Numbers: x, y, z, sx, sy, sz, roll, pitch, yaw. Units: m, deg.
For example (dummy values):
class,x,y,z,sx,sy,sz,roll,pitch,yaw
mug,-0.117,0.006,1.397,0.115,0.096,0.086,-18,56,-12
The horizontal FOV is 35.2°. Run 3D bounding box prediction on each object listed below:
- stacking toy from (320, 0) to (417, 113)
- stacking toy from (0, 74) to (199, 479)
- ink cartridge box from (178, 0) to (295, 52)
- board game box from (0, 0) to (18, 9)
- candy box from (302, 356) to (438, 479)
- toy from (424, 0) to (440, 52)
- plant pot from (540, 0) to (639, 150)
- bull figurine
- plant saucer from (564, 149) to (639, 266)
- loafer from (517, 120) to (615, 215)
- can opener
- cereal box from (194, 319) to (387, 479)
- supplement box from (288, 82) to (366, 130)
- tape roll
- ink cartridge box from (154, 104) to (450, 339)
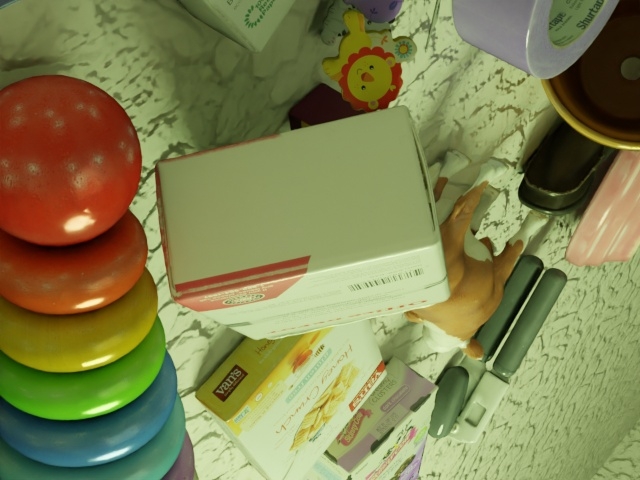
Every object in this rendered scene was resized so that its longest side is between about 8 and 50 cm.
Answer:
class,x,y,z,sx,sy,sz,roll,pitch,yaw
stacking toy,0.060,-0.198,0.628,0.167,0.052,0.221,-93,-154,-71
stacking toy,-0.140,0.056,0.597,0.141,0.141,0.330,-32,140,-40
ink cartridge box,-0.068,-0.233,0.460,0.165,0.065,0.333,-55,155,-3
board game box,-0.078,-0.182,0.388,0.201,0.035,0.136,-38,148,-34
candy box,0.053,0.260,1.201,0.165,0.070,0.196,-37,148,-34
toy,0.127,-0.259,0.707,0.137,0.056,0.237,-70,171,-57
plant pot,0.332,-0.191,1.049,0.205,0.205,0.188,-61,168,8
bull figurine,0.144,0.022,1.060,0.188,0.101,0.310,-60,156,-2
plant saucer,0.454,-0.097,1.391,0.332,0.084,0.332,-52,163,-22
loafer,0.302,-0.115,1.205,0.220,0.080,0.078,-49,150,-35
can opener,0.236,0.153,1.383,0.095,0.076,0.283,9,111,-62
cereal box,-0.017,0.138,0.974,0.173,0.047,0.240,-49,152,-15
supplement box,0.012,-0.071,0.781,0.043,0.055,0.083,-43,150,-24
tape roll,0.203,-0.243,0.883,0.189,0.080,0.189,-40,150,-29
ink cartridge box,0.000,0.000,0.671,0.159,0.092,0.218,-12,165,6
